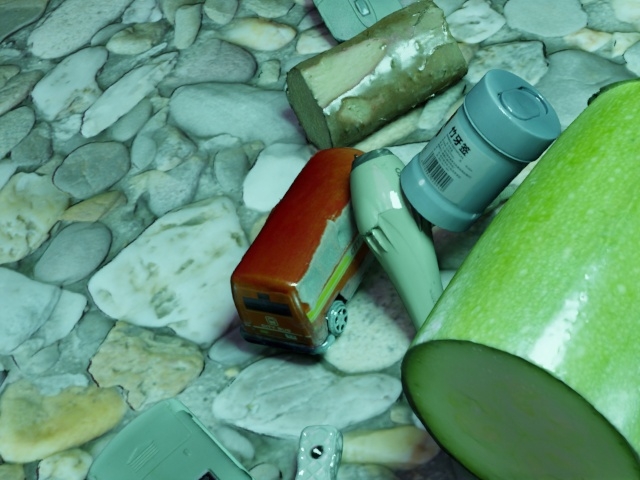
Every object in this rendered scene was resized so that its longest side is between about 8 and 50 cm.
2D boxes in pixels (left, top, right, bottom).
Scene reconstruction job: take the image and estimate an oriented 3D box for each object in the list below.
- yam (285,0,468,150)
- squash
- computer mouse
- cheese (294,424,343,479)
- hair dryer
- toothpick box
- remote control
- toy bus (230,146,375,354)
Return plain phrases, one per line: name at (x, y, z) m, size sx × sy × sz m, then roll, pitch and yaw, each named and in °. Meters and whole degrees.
yam at (0.078, -0.218, 1.629) m, size 0.238 × 0.129 × 0.128 m, roll -29°, pitch 8°, yaw -9°
squash at (0.275, 0.045, 1.182) m, size 0.263 × 0.263 × 0.384 m, roll 17°, pitch 55°, yaw 34°
computer mouse at (0.044, -0.358, 1.821) m, size 0.113 × 0.068 × 0.229 m, roll -26°, pitch 43°, yaw -3°
cheese at (-0.009, 0.280, 1.203) m, size 0.127 × 0.050 × 0.235 m, roll -7°, pitch 47°, yaw 20°
hair dryer at (0.136, 0.015, 1.391) m, size 0.088 × 0.225 × 0.219 m, roll -33°, pitch 52°, yaw 51°
toothpick box at (0.167, -0.094, 1.310) m, size 0.153 × 0.101 × 0.101 m, roll -48°, pitch 29°, yaw 34°
remote control at (-0.135, 0.265, 1.232) m, size 0.140 × 0.056 × 0.296 m, roll -42°, pitch 34°, yaw -12°
toy bus at (0.000, 0.000, 1.435) m, size 0.121 × 0.120 × 0.265 m, roll 8°, pitch 48°, yaw 31°
